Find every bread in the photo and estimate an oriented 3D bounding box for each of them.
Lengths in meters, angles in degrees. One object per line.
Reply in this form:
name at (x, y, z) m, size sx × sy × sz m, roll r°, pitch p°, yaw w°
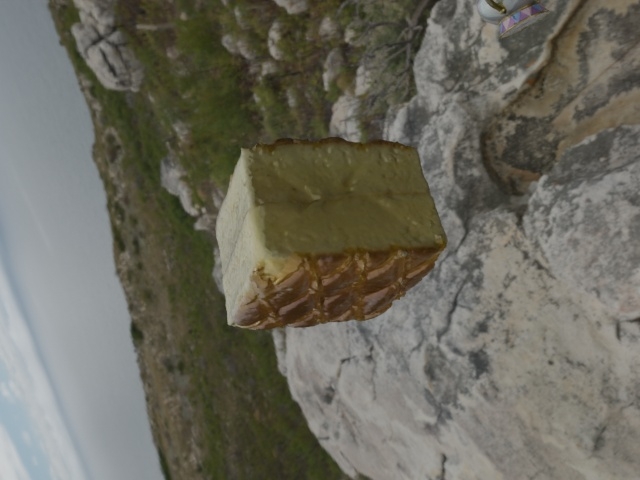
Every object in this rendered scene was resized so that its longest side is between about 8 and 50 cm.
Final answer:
bread at (0.000, 0.000, 0.844) m, size 0.279 × 0.278 × 0.207 m, roll 128°, pitch 136°, yaw -57°

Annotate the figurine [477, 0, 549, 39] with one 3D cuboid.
figurine at (0.346, -0.542, 1.093) m, size 0.142 × 0.189 × 0.264 m, roll -22°, pitch 95°, yaw 44°
